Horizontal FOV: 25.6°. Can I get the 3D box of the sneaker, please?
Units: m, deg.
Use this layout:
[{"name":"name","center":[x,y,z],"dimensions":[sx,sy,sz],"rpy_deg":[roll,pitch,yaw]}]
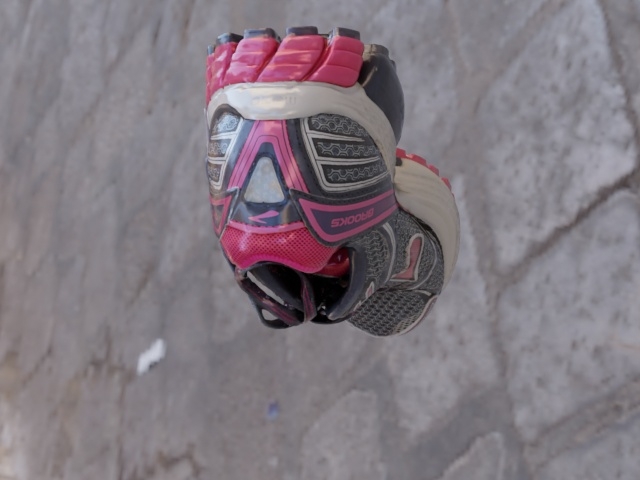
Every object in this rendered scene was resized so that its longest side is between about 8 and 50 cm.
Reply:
[{"name":"sneaker","center":[0.000,0.000,0.745],"dimensions":[0.299,0.120,0.112],"rpy_deg":[51,-140,-65]}]
